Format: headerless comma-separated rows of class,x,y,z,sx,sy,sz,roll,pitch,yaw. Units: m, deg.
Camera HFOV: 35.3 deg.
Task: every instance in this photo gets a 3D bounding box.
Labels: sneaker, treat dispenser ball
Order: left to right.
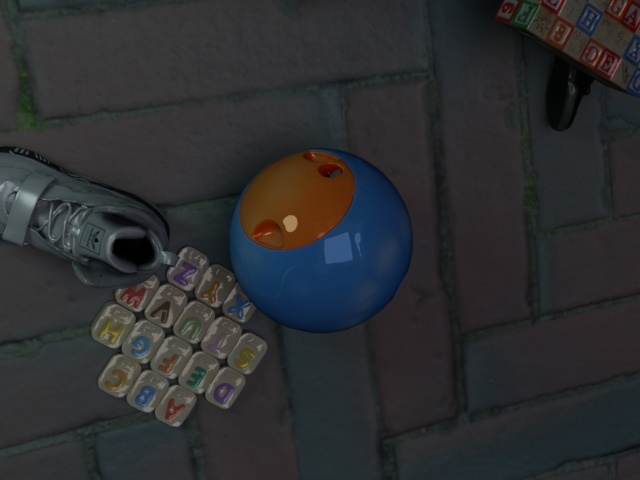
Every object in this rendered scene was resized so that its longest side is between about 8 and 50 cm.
sneaker,-0.376,-0.035,1.455,0.365,0.210,0.137,18,96,-24
treat dispenser ball,0.000,0.000,1.566,0.288,0.288,0.288,-5,105,-20
sneaker,0.479,-0.301,1.788,0.130,0.087,0.228,9,94,-16

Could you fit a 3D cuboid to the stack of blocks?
stack of blocks,0.445,-0.371,1.634,0.297,0.087,0.171,21,101,-35

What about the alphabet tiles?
alphabet tiles,-0.230,0.163,1.665,0.284,0.021,0.278,34,90,-25
